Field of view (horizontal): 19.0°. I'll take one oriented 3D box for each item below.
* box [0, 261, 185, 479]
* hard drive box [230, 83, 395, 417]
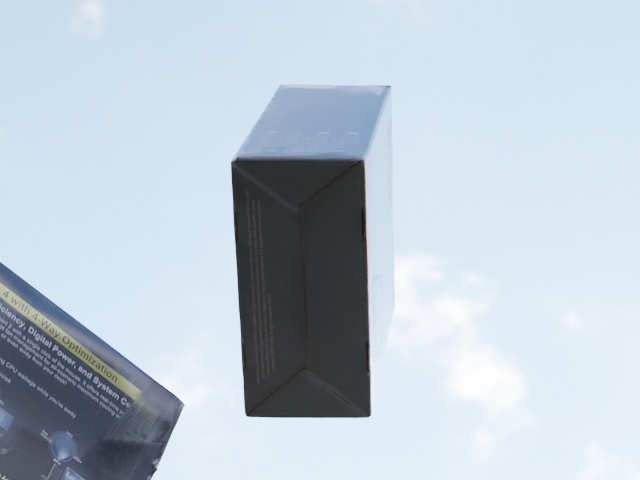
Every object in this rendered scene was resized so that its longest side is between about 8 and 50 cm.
[{"bbox_3d":[-0.283,0.095,0.902,0.395,0.318,0.097,39,-42,-20],"label":"box"},{"bbox_3d":[0.000,0.000,1.344,0.089,0.232,0.181,0,-73,6],"label":"hard drive box"}]
